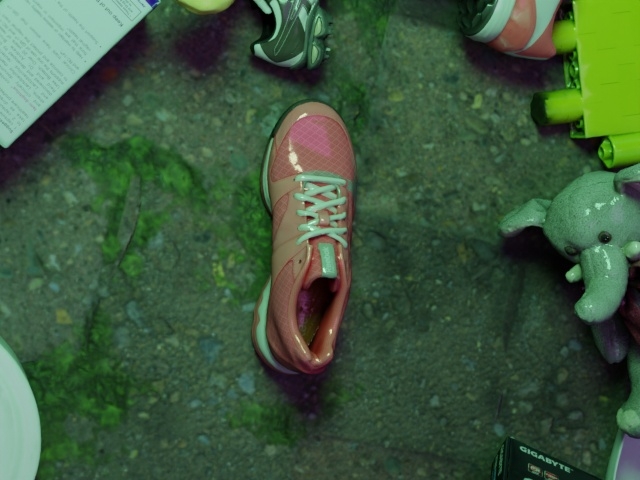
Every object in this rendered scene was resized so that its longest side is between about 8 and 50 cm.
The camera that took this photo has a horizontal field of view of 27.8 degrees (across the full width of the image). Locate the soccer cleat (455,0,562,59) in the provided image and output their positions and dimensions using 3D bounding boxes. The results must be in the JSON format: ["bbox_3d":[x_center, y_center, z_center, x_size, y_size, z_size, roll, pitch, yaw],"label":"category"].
[{"bbox_3d":[0.257,-0.364,1.493,0.116,0.108,0.318,21,82,-24],"label":"soccer cleat"}]

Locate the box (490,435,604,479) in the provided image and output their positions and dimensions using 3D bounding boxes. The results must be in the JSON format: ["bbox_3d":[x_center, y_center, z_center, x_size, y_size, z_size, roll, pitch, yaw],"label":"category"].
[{"bbox_3d":[0.301,0.336,1.499,0.220,0.175,0.051,25,117,-1],"label":"box"}]

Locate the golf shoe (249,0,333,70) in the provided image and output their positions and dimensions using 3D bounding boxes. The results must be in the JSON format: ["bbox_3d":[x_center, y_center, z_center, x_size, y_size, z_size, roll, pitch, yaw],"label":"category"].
[{"bbox_3d":[-0.032,-0.290,1.431,0.093,0.077,0.198,3,92,-17],"label":"golf shoe"}]

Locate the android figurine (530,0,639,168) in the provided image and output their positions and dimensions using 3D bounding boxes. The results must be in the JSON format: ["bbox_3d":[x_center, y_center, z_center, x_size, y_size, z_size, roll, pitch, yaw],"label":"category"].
[{"bbox_3d":[0.384,-0.216,1.573,0.272,0.056,0.248,-7,96,-14],"label":"android figurine"}]

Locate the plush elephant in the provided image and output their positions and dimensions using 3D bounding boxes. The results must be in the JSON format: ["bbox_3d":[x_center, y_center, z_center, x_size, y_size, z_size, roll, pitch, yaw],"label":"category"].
[{"bbox_3d":[0.362,0.025,1.480,0.255,0.272,0.330,16,59,-29],"label":"plush elephant"}]

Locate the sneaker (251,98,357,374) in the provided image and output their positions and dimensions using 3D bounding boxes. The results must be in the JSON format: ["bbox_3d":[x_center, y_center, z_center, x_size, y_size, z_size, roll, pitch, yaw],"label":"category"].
[{"bbox_3d":[0.001,0.000,1.430,0.115,0.136,0.314,3,93,-18],"label":"sneaker"}]

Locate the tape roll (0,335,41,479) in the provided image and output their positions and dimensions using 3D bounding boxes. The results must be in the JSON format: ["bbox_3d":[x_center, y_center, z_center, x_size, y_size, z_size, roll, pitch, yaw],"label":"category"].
[{"bbox_3d":[-0.434,0.200,1.334,0.286,0.100,0.286,-1,94,-16],"label":"tape roll"}]

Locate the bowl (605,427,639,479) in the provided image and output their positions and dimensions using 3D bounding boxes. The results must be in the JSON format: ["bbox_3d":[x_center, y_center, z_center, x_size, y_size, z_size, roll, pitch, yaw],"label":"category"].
[{"bbox_3d":[0.423,0.276,1.620,0.142,0.053,0.142,16,89,-18],"label":"bowl"}]

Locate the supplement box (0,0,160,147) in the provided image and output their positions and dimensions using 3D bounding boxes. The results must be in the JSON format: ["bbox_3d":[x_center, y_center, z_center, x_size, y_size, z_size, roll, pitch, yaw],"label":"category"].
[{"bbox_3d":[-0.289,-0.207,1.341,0.114,0.111,0.220,45,81,-14],"label":"supplement box"}]

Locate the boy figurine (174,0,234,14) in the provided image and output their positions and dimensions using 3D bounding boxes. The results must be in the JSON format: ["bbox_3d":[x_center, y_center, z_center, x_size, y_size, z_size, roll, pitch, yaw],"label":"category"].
[{"bbox_3d":[-0.078,-0.348,1.365,0.092,0.177,0.285,24,71,10],"label":"boy figurine"}]
